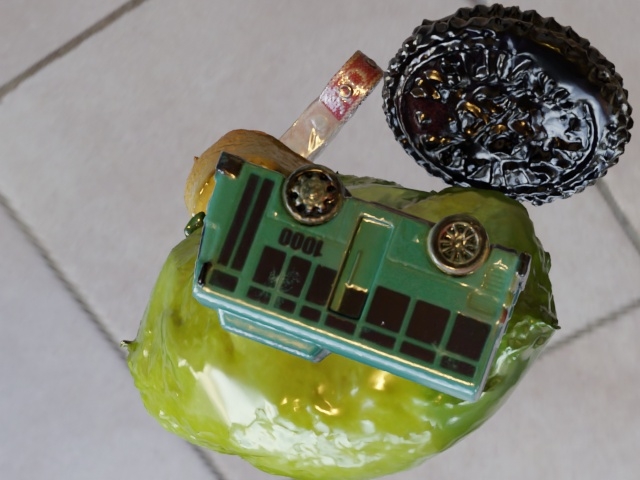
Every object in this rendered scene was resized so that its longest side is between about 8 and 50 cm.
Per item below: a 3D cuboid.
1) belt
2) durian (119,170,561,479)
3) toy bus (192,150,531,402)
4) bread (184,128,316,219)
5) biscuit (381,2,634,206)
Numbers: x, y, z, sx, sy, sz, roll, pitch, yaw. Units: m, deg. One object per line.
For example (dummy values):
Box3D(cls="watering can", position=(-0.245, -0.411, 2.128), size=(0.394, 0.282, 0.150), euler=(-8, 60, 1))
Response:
Box3D(cls="belt", position=(-0.011, -0.125, 1.967), size=(0.053, 0.071, 0.232), euler=(43, 109, 0))
Box3D(cls="durian", position=(0.015, 0.058, 1.201), size=(0.204, 0.340, 0.256), euler=(43, 75, -28))
Box3D(cls="toy bus", position=(0.016, 0.019, 0.829), size=(0.160, 0.079, 0.092), euler=(20, 85, 8))
Box3D(cls="bread", position=(0.000, 0.000, 1.372), size=(0.245, 0.094, 0.102), euler=(30, 105, -16))
Box3D(cls="biscuit", position=(0.140, -0.099, 1.264), size=(0.194, 0.053, 0.194), euler=(13, 140, 11))
